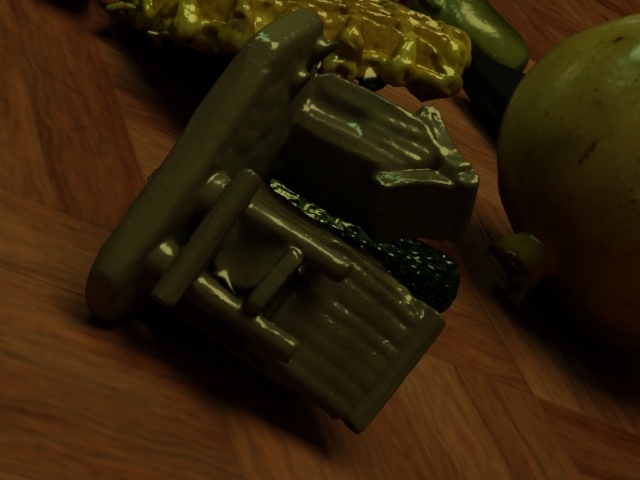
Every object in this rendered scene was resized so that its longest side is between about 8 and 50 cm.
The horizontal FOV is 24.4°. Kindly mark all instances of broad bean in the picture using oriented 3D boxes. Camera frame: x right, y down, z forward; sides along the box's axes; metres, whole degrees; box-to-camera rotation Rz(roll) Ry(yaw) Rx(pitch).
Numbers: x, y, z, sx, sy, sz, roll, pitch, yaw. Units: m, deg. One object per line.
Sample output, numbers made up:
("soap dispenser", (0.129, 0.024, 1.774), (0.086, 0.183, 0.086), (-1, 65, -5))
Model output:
("broad bean", (0.185, -0.270, 1.836), (0.174, 0.082, 0.124), (43, 23, 15))

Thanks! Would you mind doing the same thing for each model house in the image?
("model house", (-0.005, -0.001, 0.879), (0.188, 0.229, 0.122), (34, -19, 1))

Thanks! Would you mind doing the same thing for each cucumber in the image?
("cucumber", (0.016, 0.002, 1.063), (0.187, 0.058, 0.058), (26, 24, -24))

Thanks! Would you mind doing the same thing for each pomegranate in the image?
("pomegranate", (0.287, -0.041, 1.257), (0.319, 0.319, 0.319), (31, 22, -14))

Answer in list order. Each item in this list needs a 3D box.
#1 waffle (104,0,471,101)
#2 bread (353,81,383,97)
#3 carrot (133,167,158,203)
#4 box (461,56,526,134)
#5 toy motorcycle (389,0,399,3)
("waffle", (-0.030, -0.180, 1.215), (0.329, 0.062, 0.329), (11, 16, -3))
("bread", (0.012, -0.083, 1.185), (0.125, 0.086, 0.156), (34, 19, 1))
("carrot", (-0.047, 0.008, 0.959), (0.161, 0.055, 0.055), (28, 22, -4))
("box", (0.314, -0.085, 1.675), (0.290, 0.073, 0.289), (14, 31, -45))
("toy motorcycle", (0.015, -0.369, 1.726), (0.260, 0.110, 0.171), (56, 23, 18))
